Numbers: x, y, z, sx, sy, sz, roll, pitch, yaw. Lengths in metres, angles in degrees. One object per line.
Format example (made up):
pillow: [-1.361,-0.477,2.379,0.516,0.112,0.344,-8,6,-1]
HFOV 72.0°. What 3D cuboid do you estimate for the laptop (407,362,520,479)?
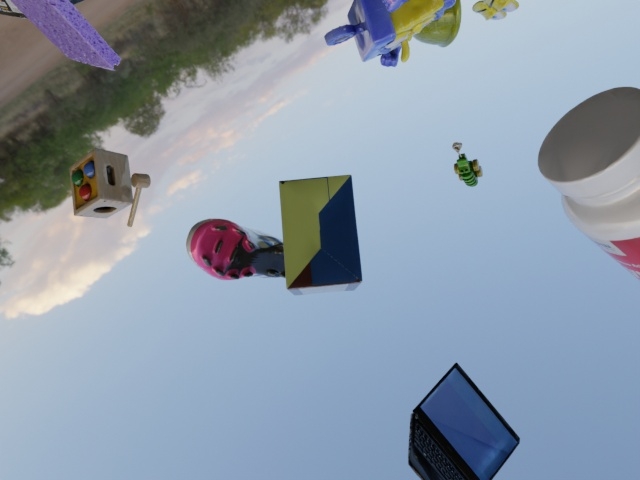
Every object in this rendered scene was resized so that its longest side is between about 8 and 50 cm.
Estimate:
laptop: [0.306,0.430,0.899,0.136,0.234,0.264,-41,178,17]

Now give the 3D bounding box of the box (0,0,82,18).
box: [-0.542,-0.570,0.931,0.257,0.079,0.322,22,-127,31]

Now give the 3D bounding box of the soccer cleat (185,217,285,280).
soccer cleat: [-0.184,0.021,0.935,0.143,0.331,0.116,19,-91,30]

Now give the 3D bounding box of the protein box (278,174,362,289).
protein box: [0.000,0.000,0.871,0.135,0.200,0.201,-5,170,-1]

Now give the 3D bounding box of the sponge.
sponge: [-0.452,-0.380,0.749,0.117,0.210,0.031,19,-103,16]

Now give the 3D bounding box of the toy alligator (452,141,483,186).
toy alligator: [0.357,-0.174,1.079,0.056,0.189,0.051,-8,-112,31]

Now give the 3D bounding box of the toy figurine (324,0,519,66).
toy figurine: [0.091,-0.311,0.544,0.217,0.191,0.362,-28,-167,3]

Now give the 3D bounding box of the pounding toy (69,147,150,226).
pounding toy: [-0.496,-0.119,1.031,0.206,0.094,0.181,-19,-104,33]

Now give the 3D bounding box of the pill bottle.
pill bottle: [0.569,-0.062,0.736,0.229,0.407,0.229,-48,-157,27]
